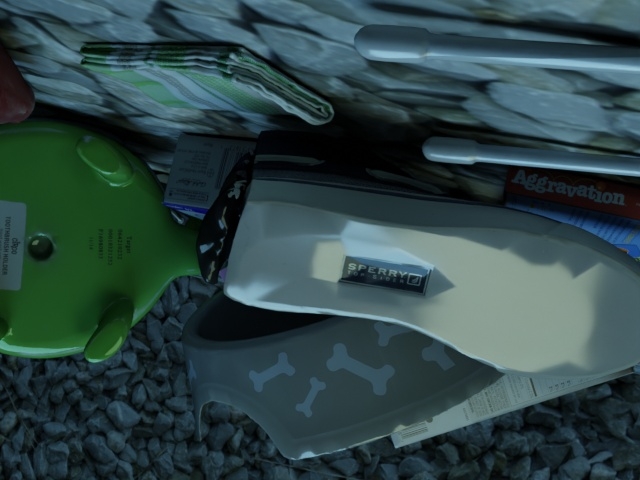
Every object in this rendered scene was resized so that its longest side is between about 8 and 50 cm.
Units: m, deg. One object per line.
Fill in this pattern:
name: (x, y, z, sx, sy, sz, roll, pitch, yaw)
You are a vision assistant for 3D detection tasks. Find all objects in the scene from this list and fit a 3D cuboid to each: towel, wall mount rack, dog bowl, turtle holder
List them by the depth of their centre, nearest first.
wall mount rack: (0.182, -0.015, 0.548, 0.304, 0.130, 0.350, 49, -177, 18)
towel: (-0.080, -0.106, 0.705, 0.152, 0.023, 0.113, 9, 171, 37)
dog bowl: (0.028, 0.075, 0.955, 0.348, 0.102, 0.349, -20, -168, 5)
turtle holder: (-0.253, -0.022, 1.048, 0.320, 0.243, 0.227, -25, -166, -5)

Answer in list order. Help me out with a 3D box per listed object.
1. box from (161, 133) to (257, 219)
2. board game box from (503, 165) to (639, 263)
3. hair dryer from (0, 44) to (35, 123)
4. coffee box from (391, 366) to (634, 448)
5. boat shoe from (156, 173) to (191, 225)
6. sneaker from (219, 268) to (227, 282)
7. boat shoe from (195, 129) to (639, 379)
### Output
box: (-0.054, -0.044, 0.957, 0.126, 0.072, 0.137, 10, 173, 36)
board game box: (0.228, -0.010, 0.865, 0.145, 0.027, 0.281, 14, 173, 11)
hair dryer: (-0.322, -0.153, 0.707, 0.293, 0.080, 0.223, 27, -178, -40)
coffee box: (0.175, 0.110, 1.043, 0.246, 0.098, 0.141, -19, -168, 4)
boat shoe: (-0.239, -0.057, 1.243, 0.206, 0.065, 0.075, 13, 173, 4)
sneaker: (0.000, 0.000, 1.174, 0.236, 0.095, 0.104, -4, -165, 21)
boat shoe: (0.085, -0.005, 0.773, 0.340, 0.127, 0.158, 15, -151, -6)
